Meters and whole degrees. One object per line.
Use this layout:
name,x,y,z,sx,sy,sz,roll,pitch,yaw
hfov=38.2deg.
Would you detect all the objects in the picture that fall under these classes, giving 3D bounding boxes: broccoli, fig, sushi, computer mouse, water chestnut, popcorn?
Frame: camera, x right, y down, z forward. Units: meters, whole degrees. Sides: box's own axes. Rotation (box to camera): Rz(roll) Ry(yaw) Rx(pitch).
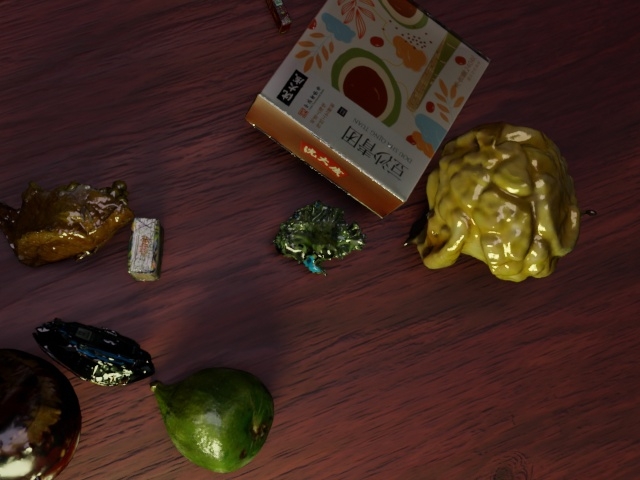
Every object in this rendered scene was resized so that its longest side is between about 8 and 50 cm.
broccoli,0.000,0.000,1.846,0.167,0.160,0.154,32,106,-15
fig,-0.228,0.333,1.781,0.235,0.203,0.203,7,79,31
sushi,-0.480,-0.046,1.746,0.167,0.296,0.179,27,58,-40
computer mouse,-0.431,0.220,1.758,0.242,0.146,0.077,23,99,-9
water chestnut,-0.560,0.346,1.674,0.300,0.300,0.300,1,83,-10
popcorn,0.342,-0.065,1.855,0.382,0.349,0.349,-16,85,27

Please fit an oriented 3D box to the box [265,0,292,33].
box,-0.088,-0.482,1.942,0.023,0.051,0.082,-24,87,-11

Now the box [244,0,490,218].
box,0.100,-0.303,1.837,0.344,0.122,0.385,35,68,-7

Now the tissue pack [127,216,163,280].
tissue pack,-0.337,0.019,1.786,0.060,0.148,0.108,3,83,-5
